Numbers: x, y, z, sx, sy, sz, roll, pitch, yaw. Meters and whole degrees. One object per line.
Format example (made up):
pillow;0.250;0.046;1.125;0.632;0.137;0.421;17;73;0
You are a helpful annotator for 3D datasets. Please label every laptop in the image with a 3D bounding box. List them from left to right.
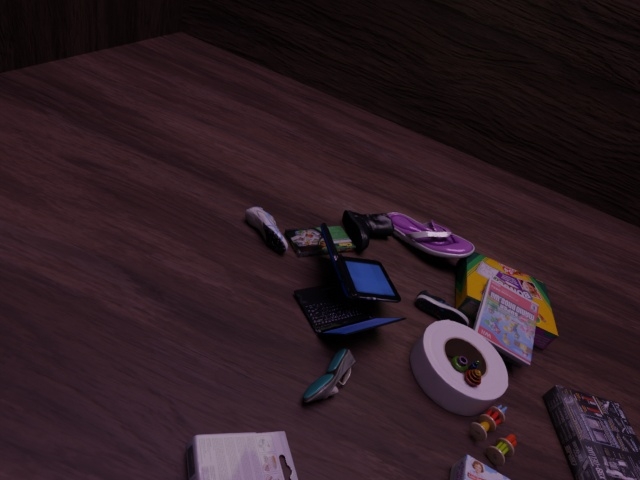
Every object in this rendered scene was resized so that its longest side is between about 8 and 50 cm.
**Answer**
laptop;0.086;0.204;1.295;0.234;0.136;0.264;-6;48;-34

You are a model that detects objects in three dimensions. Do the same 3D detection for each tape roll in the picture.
tape roll;0.428;0.389;1.275;0.286;0.100;0.286;14;37;-11

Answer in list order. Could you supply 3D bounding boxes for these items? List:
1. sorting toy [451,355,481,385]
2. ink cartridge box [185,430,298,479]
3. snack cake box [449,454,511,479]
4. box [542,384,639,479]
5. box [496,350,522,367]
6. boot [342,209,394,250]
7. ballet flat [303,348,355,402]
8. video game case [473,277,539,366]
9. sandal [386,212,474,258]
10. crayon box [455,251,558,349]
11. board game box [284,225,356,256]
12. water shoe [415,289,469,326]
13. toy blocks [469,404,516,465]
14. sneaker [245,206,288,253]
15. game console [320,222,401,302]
sorting toy;0.433;0.368;1.183;0.061;0.042;0.102;-8;46;-35
ink cartridge box;-0.160;0.513;0.870;0.232;0.066;0.189;21;30;-39
snack cake box;0.435;0.652;0.955;0.264;0.089;0.152;28;38;8
box;0.846;0.614;1.229;0.242;0.076;0.307;17;36;-8
box;0.671;0.360;1.461;0.126;0.072;0.137;24;36;1
boot;0.221;-0.044;1.713;0.207;0.094;0.246;3;34;-19
ballet flat;0.035;0.380;1.111;0.068;0.072;0.213;57;42;-5
video game case;0.661;0.279;1.446;0.204;0.025;0.285;31;48;8
sandal;0.452;-0.038;1.752;0.416;0.102;0.169;23;44;27
crayon box;0.730;0.223;1.635;0.363;0.106;0.313;24;36;2
board game box;0.000;0.000;1.601;0.260;0.030;0.136;-4;42;-32
water shoe;0.450;0.244;1.491;0.203;0.073;0.080;30;35;9
toy blocks;0.506;0.539;1.153;0.148;0.054;0.123;-15;59;-37
sneaker;-0.188;-0.047;1.514;0.086;0.085;0.237;-21;55;-37
game console;0.131;0.069;1.405;0.173;0.250;0.293;-21;26;1
